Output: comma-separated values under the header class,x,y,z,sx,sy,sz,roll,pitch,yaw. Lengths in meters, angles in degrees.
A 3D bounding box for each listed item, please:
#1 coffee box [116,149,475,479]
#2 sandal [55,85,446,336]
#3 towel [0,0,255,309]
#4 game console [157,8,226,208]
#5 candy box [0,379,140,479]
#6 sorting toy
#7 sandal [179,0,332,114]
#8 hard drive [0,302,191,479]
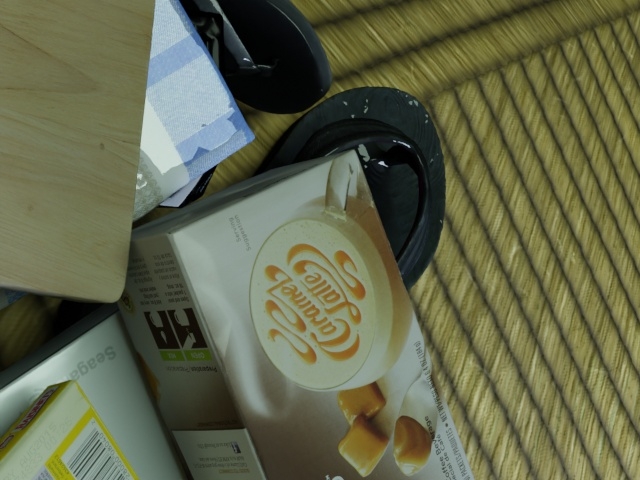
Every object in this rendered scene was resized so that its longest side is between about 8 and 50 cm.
class,x,y,z,sx,sy,sz,roll,pitch,yaw
coffee box,-0.013,0.089,0.690,0.141,0.098,0.247,-26,100,-36
sandal,0.000,0.003,0.876,0.446,0.107,0.168,-41,104,-47
towel,-0.188,-0.081,0.687,0.285,0.034,0.209,-36,103,-31
game console,-0.164,-0.202,0.765,0.213,0.044,0.362,3,82,-32
candy box,-0.112,0.186,0.622,0.206,0.027,0.105,63,35,-19
sorting toy,-0.213,-0.112,0.579,0.257,0.089,0.256,14,76,-44
sandal,-0.103,-0.176,0.863,0.254,0.097,0.054,40,45,-14
hard drive,-0.064,0.178,0.731,0.203,0.040,0.308,-36,106,-34
